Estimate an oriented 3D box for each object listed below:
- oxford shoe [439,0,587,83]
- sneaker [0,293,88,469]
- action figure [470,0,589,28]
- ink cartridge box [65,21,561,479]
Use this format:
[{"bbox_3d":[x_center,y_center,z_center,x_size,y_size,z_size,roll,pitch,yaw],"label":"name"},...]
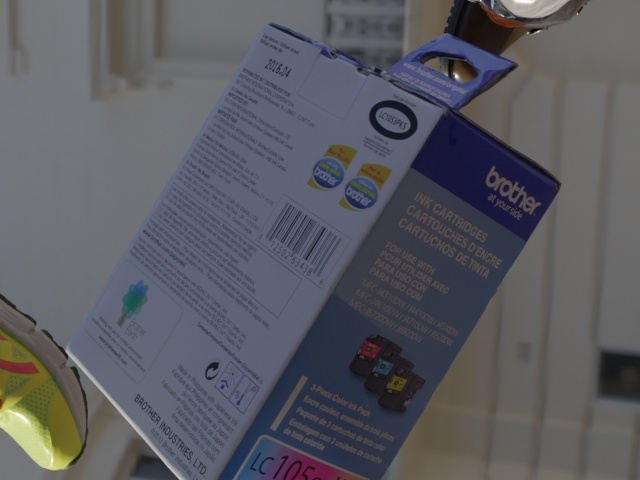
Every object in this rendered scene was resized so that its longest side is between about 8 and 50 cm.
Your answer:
[{"bbox_3d":[0.193,-0.228,1.293,0.227,0.096,0.083,-53,-34,-13],"label":"oxford shoe"},{"bbox_3d":[-0.229,0.070,0.844,0.208,0.081,0.094,50,-129,-8],"label":"sneaker"},{"bbox_3d":[0.098,-0.275,0.903,0.330,0.178,0.341,54,-167,-43],"label":"action figure"},{"bbox_3d":[0.000,0.000,1.095,0.151,0.270,0.395,28,-85,-39],"label":"ink cartridge box"}]
